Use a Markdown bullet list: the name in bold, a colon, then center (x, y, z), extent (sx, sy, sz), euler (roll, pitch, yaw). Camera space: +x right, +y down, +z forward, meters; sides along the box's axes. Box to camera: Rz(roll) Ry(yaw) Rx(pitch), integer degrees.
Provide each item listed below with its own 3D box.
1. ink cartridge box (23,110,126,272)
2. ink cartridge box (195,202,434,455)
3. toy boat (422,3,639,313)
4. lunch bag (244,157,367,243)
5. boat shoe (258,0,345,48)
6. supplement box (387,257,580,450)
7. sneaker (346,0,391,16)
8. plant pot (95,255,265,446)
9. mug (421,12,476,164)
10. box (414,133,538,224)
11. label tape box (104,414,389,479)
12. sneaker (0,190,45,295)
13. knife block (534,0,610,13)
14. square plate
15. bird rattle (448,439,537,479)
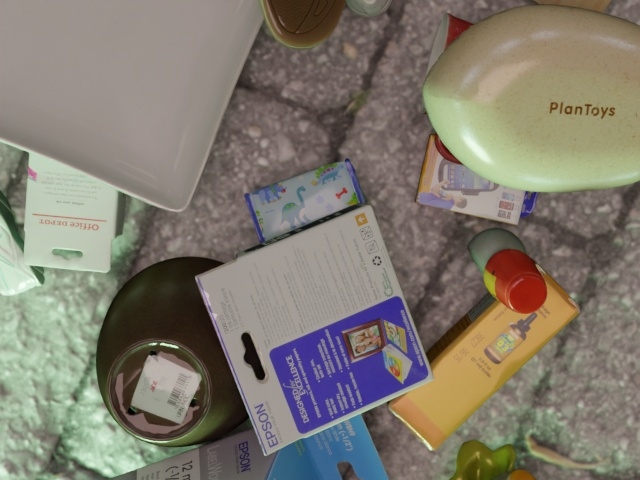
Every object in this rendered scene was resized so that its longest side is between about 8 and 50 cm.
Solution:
- **ink cartridge box**: center (-0.276, -0.060, 1.474), extent (0.104, 0.061, 0.181), euler (6, 96, 1)
- **ink cartridge box**: center (-0.008, 0.091, 1.371), extent (0.208, 0.045, 0.206), euler (-22, 97, -17)
- **toy boat**: center (0.219, -0.086, 1.342), extent (0.267, 0.148, 0.318), euler (8, 107, -11)
- **lunch bag**: center (0.000, 0.000, 1.453), extent (0.128, 0.096, 0.151), euler (-20, 85, 4)
- **boat shoe**: center (-0.038, -0.340, 1.385), extent (0.109, 0.098, 0.302), euler (-4, 78, -20)
- **supplement box**: center (0.182, 0.126, 1.470), extent (0.233, 0.080, 0.078), euler (-44, 94, 8)
- **sneaker**: center (0.037, -0.352, 1.414), extent (0.080, 0.094, 0.212), euler (-17, 95, 5)
- **plant pot**: center (-0.155, 0.137, 1.407), extent (0.215, 0.230, 0.215), euler (0, 96, 2)
- **mug**: center (0.202, -0.162, 1.434), extent (0.169, 0.113, 0.150), euler (12, 128, -3)
- **box**: center (0.182, -0.068, 1.473), extent (0.136, 0.028, 0.081), euler (12, 96, 3)
- **label tape box**: center (-0.081, 0.349, 1.446), extent (0.347, 0.115, 0.249), euler (-19, 120, 6)
- **sneaker**: center (-0.377, -0.006, 1.489), extent (0.061, 0.054, 0.152), euler (-25, 95, 7)
- **knife block**: center (0.320, -0.363, 1.327), extent (0.088, 0.242, 0.276), euler (28, 97, 0)
- **square plate**: center (-0.243, -0.244, 1.424), extent (0.344, 0.049, 0.347), euler (22, 81, -1)
- **bird rattle**: center (0.153, 0.328, 1.421), extent (0.253, 0.207, 0.143), euler (-40, 80, -21)
